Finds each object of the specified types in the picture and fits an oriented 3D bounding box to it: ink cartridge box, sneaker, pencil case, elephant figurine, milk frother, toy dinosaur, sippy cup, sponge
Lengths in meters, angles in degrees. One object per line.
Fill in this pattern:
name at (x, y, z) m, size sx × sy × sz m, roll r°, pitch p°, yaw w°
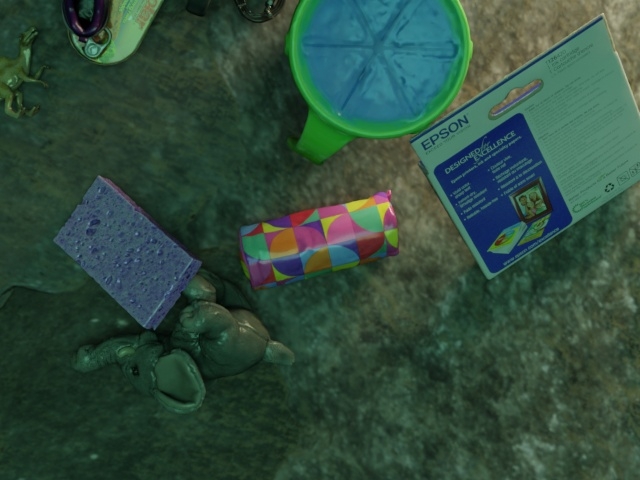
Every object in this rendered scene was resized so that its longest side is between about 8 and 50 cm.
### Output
ink cartridge box at (0.295, -0.132, 1.658) m, size 0.303 × 0.072 × 0.307 m, roll -33°, pitch 129°, yaw 2°
sneaker at (-0.303, -0.372, 1.566) m, size 0.083 × 0.098 × 0.223 m, roll -3°, pitch 110°, yaw -10°
pencil case at (0.000, 0.000, 1.709) m, size 0.236 × 0.104 × 0.104 m, roll -14°, pitch 100°, yaw -5°
elephant figurine at (-0.201, 0.168, 1.705) m, size 0.239 × 0.186 × 0.169 m, roll -47°, pitch 143°, yaw 14°
milk frother at (-0.114, -0.361, 1.618) m, size 0.143 × 0.135 × 0.129 m, roll 1°, pitch 100°, yaw -5°
toy dinosaur at (-0.438, -0.209, 1.666) m, size 0.092 × 0.053 × 0.183 m, roll 41°, pitch 86°, yaw 6°
sippy cup at (0.066, -0.259, 1.605) m, size 0.305 × 0.224 × 0.240 m, roll -23°, pitch 100°, yaw 0°
sponge at (-0.269, 0.016, 1.660) m, size 0.210 × 0.031 × 0.117 m, roll 39°, pitch 95°, yaw 27°

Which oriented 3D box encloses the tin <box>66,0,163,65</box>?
tin at (-0.276, -0.332, 1.659) m, size 0.106 × 0.040 × 0.189 m, roll 30°, pitch 96°, yaw -5°
